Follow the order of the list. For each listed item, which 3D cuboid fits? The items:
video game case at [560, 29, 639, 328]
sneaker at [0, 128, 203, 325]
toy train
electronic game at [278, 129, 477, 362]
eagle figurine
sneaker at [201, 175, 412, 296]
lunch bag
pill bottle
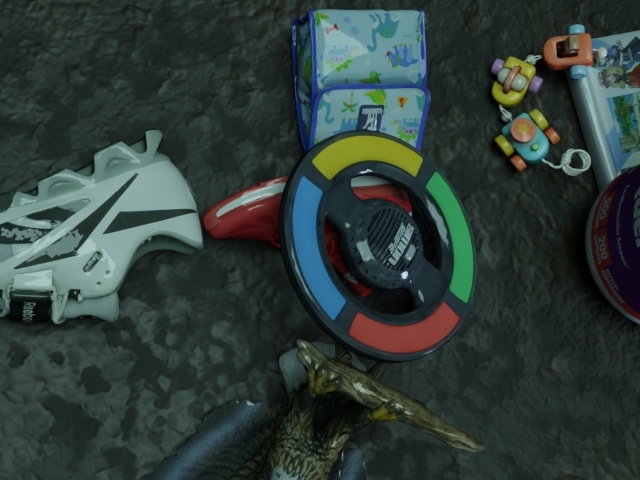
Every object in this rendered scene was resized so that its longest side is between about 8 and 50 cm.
[{"bbox_3d":[0.452,-0.090,1.235,0.300,0.036,0.329,-12,83,-14],"label":"video game case"},{"bbox_3d":[-0.260,0.028,1.014,0.330,0.122,0.146,-28,84,-15],"label":"sneaker"},{"bbox_3d":[0.245,-0.155,1.176,0.125,0.046,0.166,1,80,12],"label":"toy train"},{"bbox_3d":[0.060,0.003,1.041,0.229,0.048,0.229,12,68,-32],"label":"electronic game"},{"bbox_3d":[-0.037,0.238,1.013,0.226,0.225,0.298,41,107,38],"label":"eagle figurine"},{"bbox_3d":[0.000,0.000,1.091,0.221,0.087,0.128,-13,82,-17],"label":"sneaker"},{"bbox_3d":[0.041,-0.162,1.135,0.129,0.096,0.151,-2,94,-15],"label":"lunch bag"},{"bbox_3d":[0.393,-0.018,1.022,0.181,0.323,0.181,2,79,-12],"label":"pill bottle"}]
